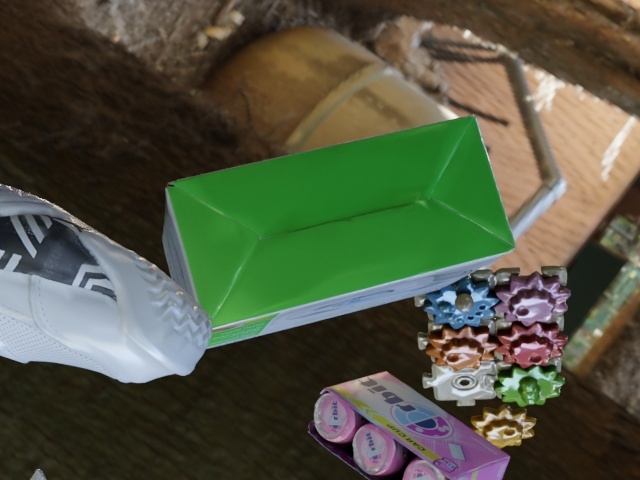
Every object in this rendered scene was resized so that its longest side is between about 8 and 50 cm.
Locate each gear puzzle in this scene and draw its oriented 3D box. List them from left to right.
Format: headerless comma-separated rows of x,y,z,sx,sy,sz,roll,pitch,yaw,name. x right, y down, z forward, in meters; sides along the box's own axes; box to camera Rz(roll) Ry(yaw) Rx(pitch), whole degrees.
0.209,0.161,1.245,0.339,0.175,0.044,80,11,-45,gear puzzle

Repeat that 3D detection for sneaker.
-0.251,0.056,0.547,0.137,0.366,0.210,69,41,-80,sneaker

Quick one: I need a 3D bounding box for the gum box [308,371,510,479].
0.088,0.211,1.077,0.107,0.188,0.062,-4,118,-48,gum box

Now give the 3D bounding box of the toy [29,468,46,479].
-0.144,0.264,0.595,0.056,0.237,0.137,-24,166,-36,toy

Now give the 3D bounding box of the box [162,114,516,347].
0.000,0.000,0.908,0.262,0.126,0.231,-14,171,-13,box
